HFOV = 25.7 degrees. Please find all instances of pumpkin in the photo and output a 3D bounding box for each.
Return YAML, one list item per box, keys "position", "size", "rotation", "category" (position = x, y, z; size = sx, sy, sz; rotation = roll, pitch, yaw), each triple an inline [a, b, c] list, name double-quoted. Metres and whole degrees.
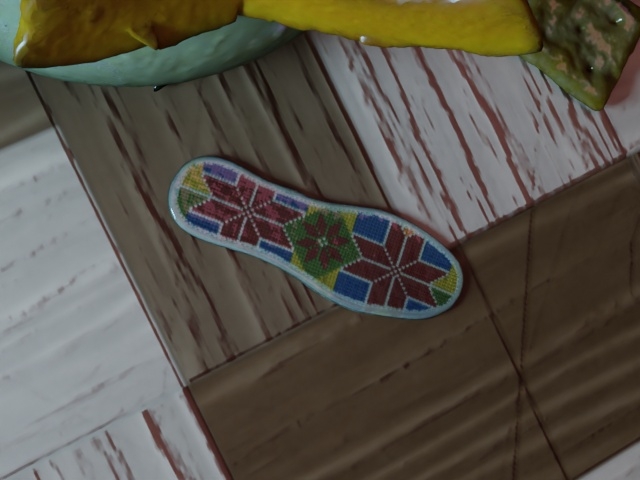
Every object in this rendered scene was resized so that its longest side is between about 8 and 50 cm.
- position: [-0.036, -0.219, 0.665]
  size: [0.258, 0.095, 0.290]
  rotation: [-3, 79, -14]
  category: "pumpkin"

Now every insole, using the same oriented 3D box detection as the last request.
- position: [0.000, 0.000, 0.846]
  size: [0.193, 0.006, 0.065]
  rotation: [22, 76, -15]
  category: "insole"

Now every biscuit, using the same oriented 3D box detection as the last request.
- position: [0.168, -0.137, 0.917]
  size: [0.083, 0.018, 0.081]
  rotation: [35, 74, -10]
  category: "biscuit"

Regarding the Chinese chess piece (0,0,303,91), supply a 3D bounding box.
- position: [-0.111, -0.257, 0.773]
  size: [0.349, 0.146, 0.350]
  rotation: [3, 81, -18]
  category: "Chinese chess piece"
